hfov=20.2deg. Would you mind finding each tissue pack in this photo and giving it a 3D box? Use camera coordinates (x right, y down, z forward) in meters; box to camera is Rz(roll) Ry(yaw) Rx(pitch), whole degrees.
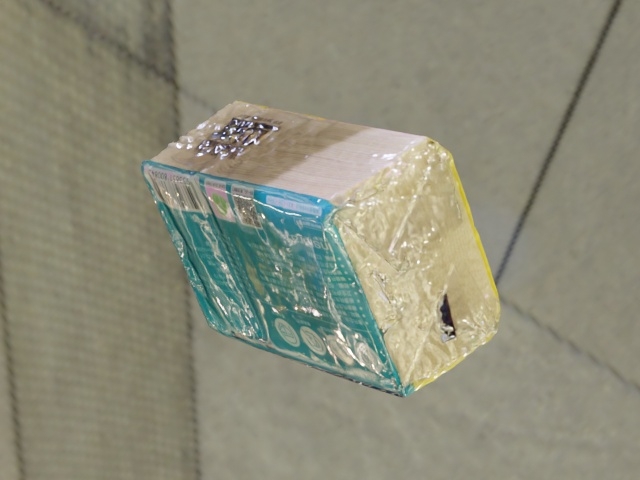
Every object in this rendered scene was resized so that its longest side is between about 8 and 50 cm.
[{"bbox_3d":[0.000,0.000,0.921,0.169,0.082,0.120,14,133,51],"label":"tissue pack"}]
